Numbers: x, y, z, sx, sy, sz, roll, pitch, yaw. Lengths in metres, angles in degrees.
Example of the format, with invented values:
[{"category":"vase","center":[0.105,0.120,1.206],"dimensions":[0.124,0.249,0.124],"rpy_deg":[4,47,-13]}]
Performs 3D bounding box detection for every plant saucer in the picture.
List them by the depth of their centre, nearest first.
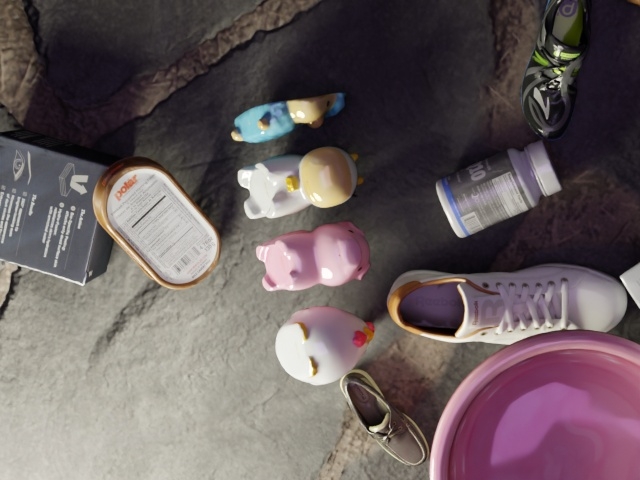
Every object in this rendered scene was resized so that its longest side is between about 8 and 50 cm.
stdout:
[{"category":"plant saucer","center":[0.291,0.265,1.491],"dimensions":[0.332,0.084,0.332],"rpy_deg":[0,94,1]}]

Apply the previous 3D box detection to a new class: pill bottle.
[{"category":"pill bottle","center":[0.214,-0.064,1.529],"dimensions":[0.137,0.078,0.078],"rpy_deg":[-24,95,12]}]

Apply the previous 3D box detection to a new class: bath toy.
[{"category":"bath toy","center":[0.000,0.000,1.558],"dimensions":[0.151,0.129,0.348],"rpy_deg":[-1,101,54]}]

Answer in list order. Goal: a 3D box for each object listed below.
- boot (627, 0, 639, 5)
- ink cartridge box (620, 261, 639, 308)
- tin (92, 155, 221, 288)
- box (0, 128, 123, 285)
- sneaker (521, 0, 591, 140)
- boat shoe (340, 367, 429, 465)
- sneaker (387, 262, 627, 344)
[{"category":"boot","center":[0.462,-0.234,1.452],"dimensions":[0.280,0.096,0.264],"rpy_deg":[26,103,5]},{"category":"ink cartridge box","center":[0.537,0.102,1.413],"dimensions":[0.272,0.130,0.309],"rpy_deg":[-35,64,13]},{"category":"tin","center":[-0.198,-0.020,1.579],"dimensions":[0.106,0.040,0.190],"rpy_deg":[-46,120,-12]},{"category":"box","center":[-0.340,-0.044,1.614],"dimensions":[0.158,0.093,0.156],"rpy_deg":[16,101,7]},{"category":"sneaker","center":[0.276,-0.211,1.494],"dimensions":[0.067,0.078,0.188],"rpy_deg":[12,102,7]},{"category":"boat shoe","center":[0.077,0.230,1.616],"dimensions":[0.056,0.049,0.152],"rpy_deg":[-44,91,13]},{"category":"sneaker","center":[0.223,0.087,1.533],"dimensions":[0.290,0.123,0.106],"rpy_deg":[-2,97,8]}]
